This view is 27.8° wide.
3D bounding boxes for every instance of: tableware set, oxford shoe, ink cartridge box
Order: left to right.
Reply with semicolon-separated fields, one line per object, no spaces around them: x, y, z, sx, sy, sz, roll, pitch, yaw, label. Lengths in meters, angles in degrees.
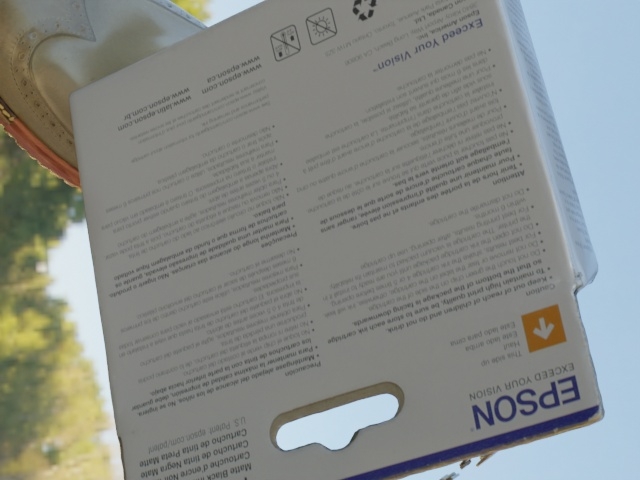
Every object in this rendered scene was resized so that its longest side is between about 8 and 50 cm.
-0.052;-0.064;0.697;0.123;0.348;0.130;-61;-163;-21;oxford shoe
0.000;0.000;0.555;0.223;0.045;0.224;-20;-112;25;ink cartridge box
0.133;0.222;1.228;0.020;0.168;0.141;51;12;13;tableware set
